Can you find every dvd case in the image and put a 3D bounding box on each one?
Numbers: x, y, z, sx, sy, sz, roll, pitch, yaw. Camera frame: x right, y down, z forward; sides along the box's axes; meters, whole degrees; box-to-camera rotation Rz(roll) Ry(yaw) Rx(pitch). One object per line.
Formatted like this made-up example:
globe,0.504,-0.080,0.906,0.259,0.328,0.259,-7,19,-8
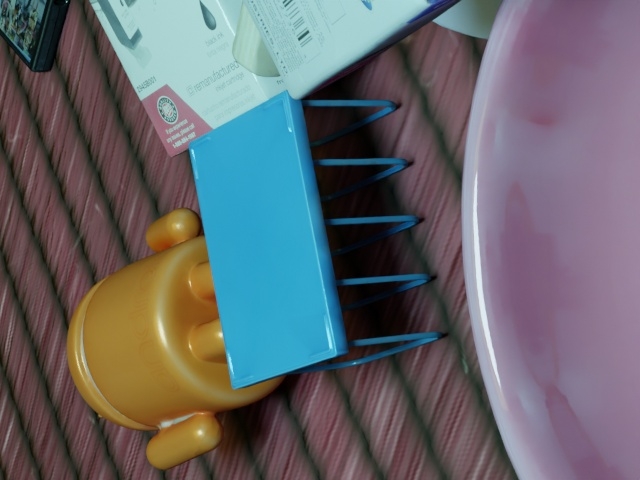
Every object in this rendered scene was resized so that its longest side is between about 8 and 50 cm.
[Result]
dvd case,-0.249,-0.297,1.579,0.180,0.022,0.253,47,127,39

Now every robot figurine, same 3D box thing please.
robot figurine,-0.102,0.068,1.330,0.219,0.128,0.158,-22,103,50

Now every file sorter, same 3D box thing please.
file sorter,0.000,0.000,1.207,0.118,0.104,0.170,-23,74,52

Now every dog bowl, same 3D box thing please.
dog bowl,0.208,0.000,0.718,0.408,0.150,0.408,9,101,58

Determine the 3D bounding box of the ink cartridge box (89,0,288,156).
ink cartridge box,-0.087,-0.185,1.252,0.158,0.092,0.218,-23,93,57

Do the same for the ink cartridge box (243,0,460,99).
ink cartridge box,0.001,-0.180,0.846,0.185,0.065,0.311,63,168,-2

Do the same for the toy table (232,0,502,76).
toy table,0.046,-0.217,1.086,0.274,0.161,0.252,22,110,51
